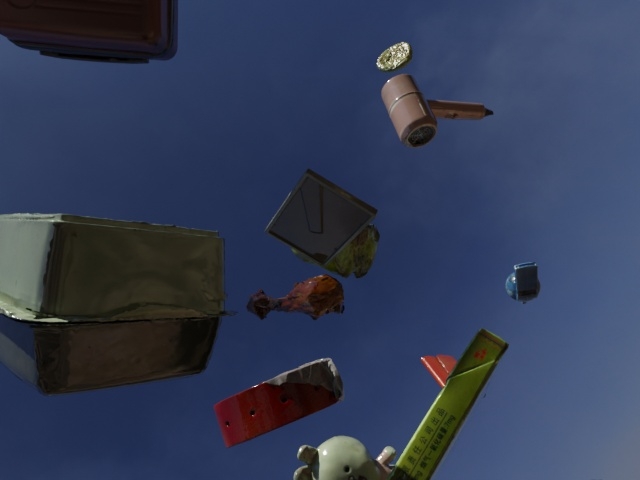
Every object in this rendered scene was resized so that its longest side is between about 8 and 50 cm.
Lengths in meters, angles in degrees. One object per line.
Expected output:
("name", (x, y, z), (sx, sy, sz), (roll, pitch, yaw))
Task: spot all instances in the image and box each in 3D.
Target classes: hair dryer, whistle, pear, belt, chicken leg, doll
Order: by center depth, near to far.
("doll", (0.077, 0.488, 0.896), (0.275, 0.113, 0.154), (17, -108, -2))
("belt", (-0.095, 0.392, 1.080), (0.324, 0.115, 0.227), (-24, -16, 4))
("whistle", (0.520, 0.104, 1.132), (0.090, 0.090, 0.158), (-34, -55, -24))
("chicken leg", (-0.076, 0.164, 1.179), (0.093, 0.304, 0.113), (12, -113, -61))
("hair dryer", (0.351, -0.353, 1.219), (0.344, 0.189, 0.106), (-5, -31, -20))
("pear", (0.000, 0.000, 1.236), (0.238, 0.255, 0.164), (9, -87, -55))

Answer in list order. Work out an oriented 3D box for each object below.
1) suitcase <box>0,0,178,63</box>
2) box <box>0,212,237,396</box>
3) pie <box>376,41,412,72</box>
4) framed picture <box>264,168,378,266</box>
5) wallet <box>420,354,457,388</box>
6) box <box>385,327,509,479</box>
("suitcase", (-0.403, -0.441, 0.769), (0.297, 0.161, 0.236), (3, -79, -5))
("box", (-0.257, 0.059, 0.508), (0.221, 0.291, 0.166), (8, -95, -46))
("pie", (0.159, -0.390, 0.941), (0.084, 0.084, 0.021), (-52, -41, -9))
("framed picture", (-0.006, -0.034, 0.838), (0.150, 0.203, 0.015), (30, -131, -10))
("wallet", (0.453, 0.469, 1.520), (0.142, 0.204, 0.045), (7, -72, -17))
("box", (0.138, 0.271, 0.559), (0.311, 0.043, 0.173), (-52, -29, -16))
